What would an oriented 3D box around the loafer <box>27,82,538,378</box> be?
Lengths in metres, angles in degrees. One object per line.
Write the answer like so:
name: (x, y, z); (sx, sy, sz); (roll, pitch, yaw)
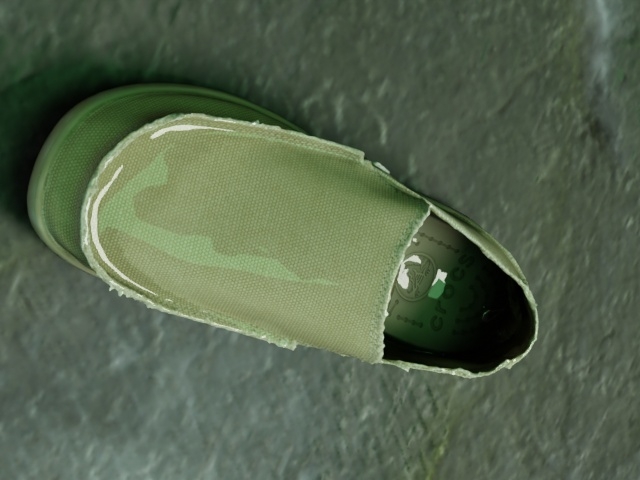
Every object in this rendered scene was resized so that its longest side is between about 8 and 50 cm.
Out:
loafer: (0.000, 0.000, 0.649); (0.268, 0.092, 0.102); (14, 96, -35)
